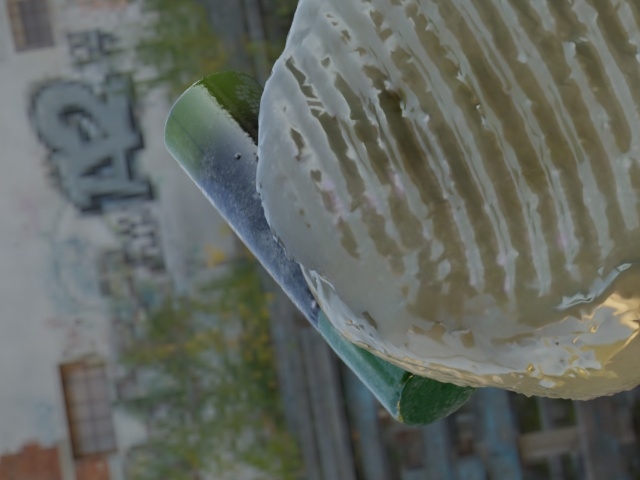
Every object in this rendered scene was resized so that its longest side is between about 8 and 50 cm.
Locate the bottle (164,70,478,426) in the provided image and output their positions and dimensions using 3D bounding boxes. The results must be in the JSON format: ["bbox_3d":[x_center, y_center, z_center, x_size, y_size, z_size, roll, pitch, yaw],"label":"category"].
[{"bbox_3d":[0.000,0.000,1.413,0.330,0.093,0.093,49,162,36],"label":"bottle"}]

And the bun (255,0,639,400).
[{"bbox_3d":[0.099,-0.052,0.708,0.141,0.239,0.239,26,-130,-57],"label":"bun"}]
